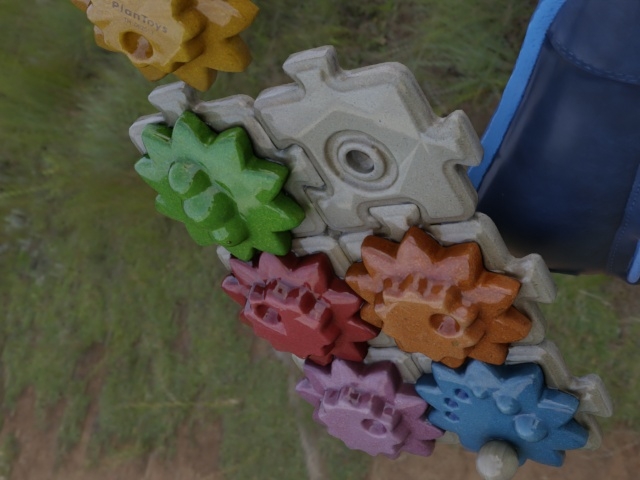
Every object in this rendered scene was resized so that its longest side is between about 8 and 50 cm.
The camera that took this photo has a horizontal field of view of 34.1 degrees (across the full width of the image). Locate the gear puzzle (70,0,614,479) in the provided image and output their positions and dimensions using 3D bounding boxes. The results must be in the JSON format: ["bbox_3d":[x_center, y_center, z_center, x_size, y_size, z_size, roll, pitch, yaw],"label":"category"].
[{"bbox_3d":[0.000,0.000,0.466,0.175,0.339,0.044,-5,41,38],"label":"gear puzzle"}]

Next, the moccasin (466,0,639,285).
[{"bbox_3d":[0.150,-0.096,0.401,0.342,0.117,0.138,102,-166,-63],"label":"moccasin"}]
